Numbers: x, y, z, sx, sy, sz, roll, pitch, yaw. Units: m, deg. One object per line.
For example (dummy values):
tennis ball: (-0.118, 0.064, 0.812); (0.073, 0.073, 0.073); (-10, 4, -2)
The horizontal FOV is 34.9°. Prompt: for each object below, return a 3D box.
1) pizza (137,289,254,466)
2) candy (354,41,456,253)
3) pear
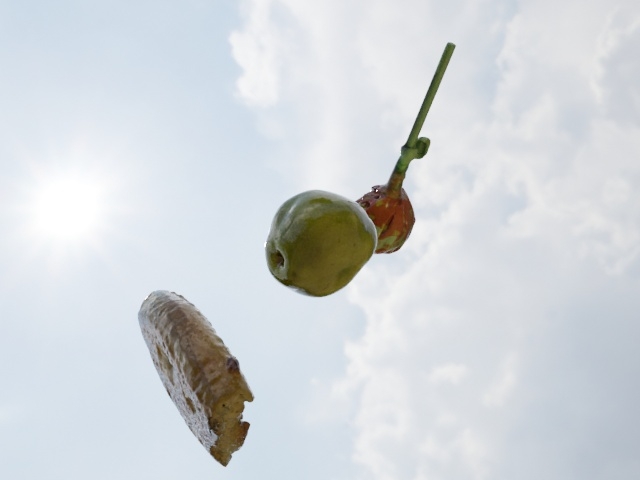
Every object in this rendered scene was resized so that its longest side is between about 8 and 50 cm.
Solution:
pizza: (-0.102, 0.135, 0.923); (0.062, 0.182, 0.161); (-20, -69, -23)
candy: (0.099, -0.105, 1.193); (0.078, 0.084, 0.288); (-35, -29, -50)
pear: (0.000, 0.000, 0.846); (0.097, 0.092, 0.092); (-9, -52, -39)
